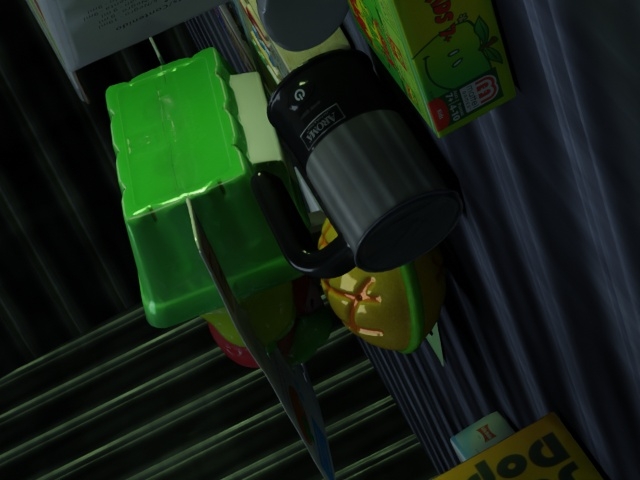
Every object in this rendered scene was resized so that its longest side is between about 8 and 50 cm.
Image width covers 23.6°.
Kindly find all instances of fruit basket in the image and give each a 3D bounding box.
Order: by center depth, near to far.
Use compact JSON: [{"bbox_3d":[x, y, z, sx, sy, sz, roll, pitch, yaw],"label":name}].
[{"bbox_3d":[-0.060,0.011,1.393,0.353,0.165,0.327,56,-168,-41],"label":"fruit basket"}]

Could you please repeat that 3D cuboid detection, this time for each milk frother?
[{"bbox_3d":[0.039,-0.042,1.077,0.143,0.129,0.134,-2,-128,-43],"label":"milk frother"}]

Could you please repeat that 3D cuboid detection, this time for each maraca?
[{"bbox_3d":[0.043,0.004,1.245,0.185,0.099,0.127,70,160,7],"label":"maraca"}]

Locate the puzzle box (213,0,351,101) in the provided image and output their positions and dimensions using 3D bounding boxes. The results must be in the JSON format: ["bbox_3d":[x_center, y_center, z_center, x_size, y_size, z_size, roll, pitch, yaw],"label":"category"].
[{"bbox_3d":[-0.045,-0.193,1.337,0.272,0.052,0.409,61,177,15],"label":"puzzle box"}]

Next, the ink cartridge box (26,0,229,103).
[{"bbox_3d":[-0.163,-0.271,0.877,0.309,0.130,0.272,61,170,13],"label":"ink cartridge box"}]

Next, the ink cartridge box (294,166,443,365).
[{"bbox_3d":[0.056,0.031,1.712,0.235,0.056,0.171,62,177,21],"label":"ink cartridge box"}]

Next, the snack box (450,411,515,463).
[{"bbox_3d":[0.233,0.331,1.419,0.322,0.060,0.187,62,177,-18],"label":"snack box"}]

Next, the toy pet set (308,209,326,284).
[{"bbox_3d":[0.000,0.000,1.596,0.114,0.065,0.122,30,130,52],"label":"toy pet set"}]

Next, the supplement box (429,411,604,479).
[{"bbox_3d":[0.179,0.339,1.137,0.356,0.194,0.195,64,176,-38],"label":"supplement box"}]

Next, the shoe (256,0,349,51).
[{"bbox_3d":[-0.028,-0.198,0.935,0.178,0.063,0.081,75,168,-57],"label":"shoe"}]

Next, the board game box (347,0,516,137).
[{"bbox_3d":[0.029,-0.138,0.658,0.092,0.043,0.181,59,176,41],"label":"board game box"}]
